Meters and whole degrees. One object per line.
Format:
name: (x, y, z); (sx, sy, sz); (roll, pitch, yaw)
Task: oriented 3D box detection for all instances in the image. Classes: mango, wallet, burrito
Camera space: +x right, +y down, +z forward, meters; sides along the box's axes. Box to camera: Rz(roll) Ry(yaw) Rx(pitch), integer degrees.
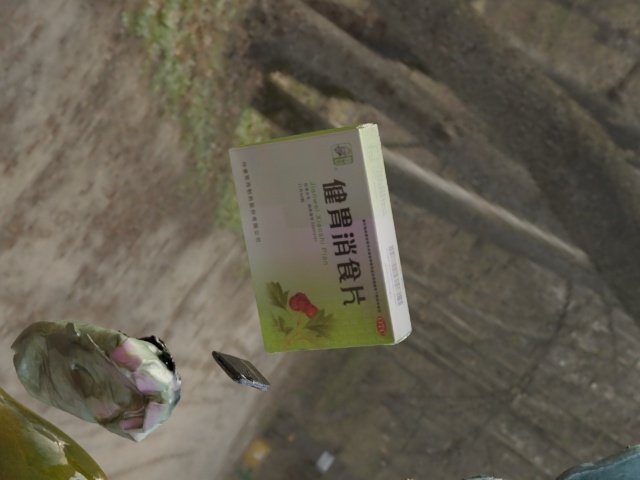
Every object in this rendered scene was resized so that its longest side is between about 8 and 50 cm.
mango: (-0.362, 0.267, 1.441); (0.129, 0.289, 0.146); (-43, 145, -17)
wallet: (-0.139, 0.232, 2.133); (0.018, 0.082, 0.157); (-49, 158, 3)
burrito: (-0.208, 0.117, 1.084); (0.066, 0.096, 0.309); (-11, -176, -31)

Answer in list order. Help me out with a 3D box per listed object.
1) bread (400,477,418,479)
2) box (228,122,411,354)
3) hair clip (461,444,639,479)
bread: (0.148, 0.369, 1.415); (0.103, 0.132, 0.172); (-44, -140, -5)
box: (-0.001, 0.001, 1.440); (0.175, 0.260, 0.062); (-7, -173, 26)
hair clip: (0.311, 0.490, 1.609); (0.238, 0.318, 0.392); (-99, -164, -52)
